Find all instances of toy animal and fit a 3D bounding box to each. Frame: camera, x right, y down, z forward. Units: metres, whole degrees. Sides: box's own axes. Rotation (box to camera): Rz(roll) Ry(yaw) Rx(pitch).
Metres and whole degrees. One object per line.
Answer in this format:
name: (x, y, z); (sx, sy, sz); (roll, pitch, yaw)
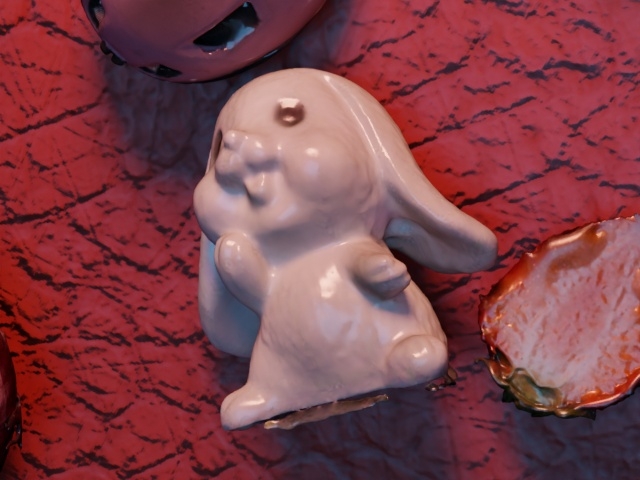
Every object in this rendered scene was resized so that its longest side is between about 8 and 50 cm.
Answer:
toy animal: (0.016, 0.010, 1.568); (0.249, 0.174, 0.289); (6, 99, 22)

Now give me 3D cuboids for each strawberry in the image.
strawberry: (0.204, 0.057, 1.582); (0.146, 0.082, 0.187); (32, 95, 0)

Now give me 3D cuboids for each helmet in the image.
helmet: (-0.083, -0.231, 1.558); (0.253, 0.154, 0.198); (-39, 103, 25)

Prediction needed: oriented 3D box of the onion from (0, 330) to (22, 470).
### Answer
onion: (-0.402, 0.127, 1.642); (0.314, 0.232, 0.314); (-2, 116, -4)
